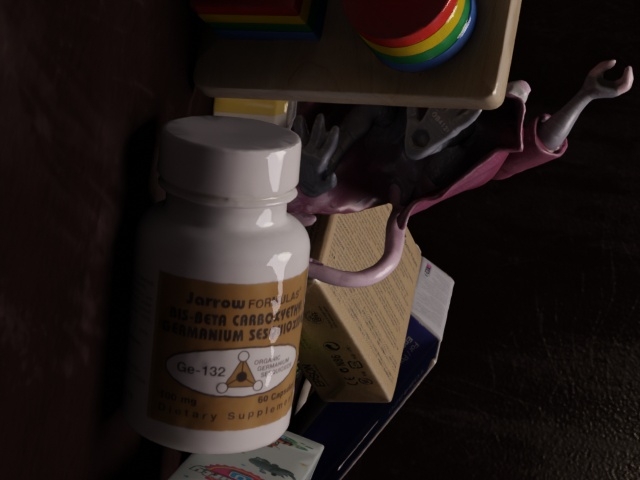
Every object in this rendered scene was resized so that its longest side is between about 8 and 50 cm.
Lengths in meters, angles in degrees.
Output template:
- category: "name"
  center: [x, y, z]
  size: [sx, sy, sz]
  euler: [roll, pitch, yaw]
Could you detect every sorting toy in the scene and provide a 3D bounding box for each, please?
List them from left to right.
- category: "sorting toy"
  center: [0.029, -0.242, 1.198]
  size: [0.089, 0.255, 0.257]
  euler: [42, 56, -62]

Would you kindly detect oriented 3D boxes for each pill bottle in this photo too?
- category: "pill bottle"
  center: [-0.076, 0.030, 1.140]
  size: [0.131, 0.131, 0.229]
  euler: [-59, 157, -71]

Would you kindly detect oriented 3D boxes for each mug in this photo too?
- category: "mug"
  center: [-0.058, -0.123, 1.350]
  size: [0.078, 0.064, 0.062]
  euler: [68, 32, -75]

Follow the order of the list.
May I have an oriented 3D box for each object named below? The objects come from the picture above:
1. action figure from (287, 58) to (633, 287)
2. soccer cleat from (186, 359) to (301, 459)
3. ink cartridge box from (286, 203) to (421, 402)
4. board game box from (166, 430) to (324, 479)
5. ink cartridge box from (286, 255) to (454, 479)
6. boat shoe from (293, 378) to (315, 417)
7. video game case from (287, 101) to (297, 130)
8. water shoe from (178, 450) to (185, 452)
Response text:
- category: "action figure"
  center: [0.130, -0.086, 1.476]
  size: [0.370, 0.248, 0.276]
  euler: [-12, 124, -70]
- category: "soccer cleat"
  center: [-0.090, 0.162, 1.495]
  size: [0.179, 0.072, 0.060]
  euler: [-53, 162, -25]
- category: "ink cartridge box"
  center: [0.018, 0.028, 1.583]
  size: [0.235, 0.088, 0.193]
  euler: [59, 36, -47]
- category: "board game box"
  center: [-0.101, 0.283, 1.223]
  size: [0.303, 0.097, 0.224]
  euler: [-43, 155, -79]
- category: "ink cartridge box"
  center: [0.041, 0.198, 1.961]
  size: [0.324, 0.071, 0.330]
  euler: [-52, -179, 16]
- category: "boat shoe"
  center: [0.023, 0.237, 2.283]
  size: [0.324, 0.096, 0.117]
  euler: [-74, 170, -45]
- category: "video game case"
  center: [-0.061, -0.044, 1.588]
  size: [0.193, 0.023, 0.212]
  euler: [-61, 160, -69]
- category: "water shoe"
  center: [-0.105, 0.123, 1.353]
  size: [0.080, 0.073, 0.203]
  euler: [-59, 174, 14]
